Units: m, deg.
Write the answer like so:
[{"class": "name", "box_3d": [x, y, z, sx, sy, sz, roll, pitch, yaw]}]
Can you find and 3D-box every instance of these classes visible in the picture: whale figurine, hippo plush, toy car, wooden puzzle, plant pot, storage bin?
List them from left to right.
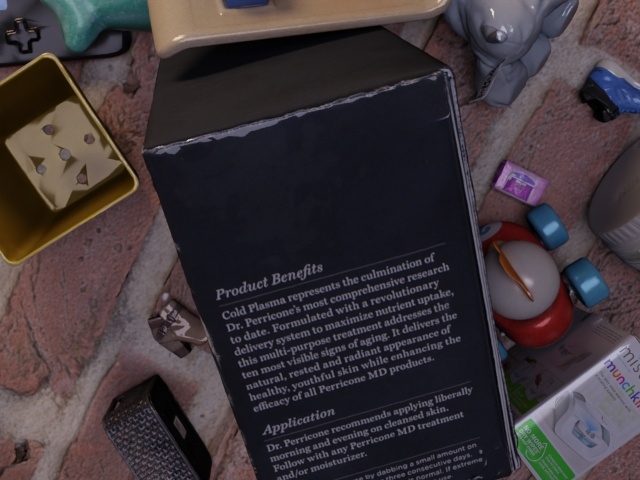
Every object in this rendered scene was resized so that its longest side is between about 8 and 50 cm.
[{"class": "plant pot", "box_3d": [-0.389, -0.118, 1.120, 0.212, 0.187, 0.212, -32, 99, 2]}, {"class": "whale figurine", "box_3d": [-0.247, -0.363, 1.089, 0.272, 0.141, 0.216, -28, 101, -17]}, {"class": "storage bin", "box_3d": [-0.254, 0.319, 1.235, 0.084, 0.122, 0.180, -29, 100, 2]}, {"class": "wooden puzzle", "box_3d": [-0.047, -0.371, 0.942, 0.348, 0.322, 0.080, -12, 145, -6]}, {"class": "hippo plush", "box_3d": [0.213, -0.335, 1.135, 0.237, 0.234, 0.294, 36, 60, 18]}, {"class": "toy car", "box_3d": [0.280, 0.045, 1.142, 0.219, 0.238, 0.210, -32, 66, 7]}]

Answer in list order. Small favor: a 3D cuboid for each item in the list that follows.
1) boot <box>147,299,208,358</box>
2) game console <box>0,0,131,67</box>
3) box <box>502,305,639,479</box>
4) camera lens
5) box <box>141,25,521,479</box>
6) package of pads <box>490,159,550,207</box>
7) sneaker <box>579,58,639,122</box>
[{"class": "boot", "box_3d": [-0.214, 0.131, 1.248, 0.118, 0.042, 0.087, -35, 98, 2]}, {"class": "game console", "box_3d": [-0.470, -0.446, 1.126, 0.342, 0.060, 0.386, -6, 100, -3]}, {"class": "box", "box_3d": [0.368, 0.227, 1.189, 0.231, 0.262, 0.126, -37, 94, 1]}, {"class": "camera lens", "box_3d": [0.582, -0.020, 1.187, 0.274, 0.219, 0.219, 32, 96, -9]}, {"class": "box", "box_3d": [0.000, 0.000, 0.970, 0.298, 0.480, 0.471, -15, 114, -3]}, {"class": "package of pads", "box_3d": [0.320, -0.091, 1.253, 0.083, 0.032, 0.050, 25, 96, -8]}, {"class": "sneaker", "box_3d": [0.480, -0.209, 1.229, 0.152, 0.058, 0.084, 35, 90, -4]}]
